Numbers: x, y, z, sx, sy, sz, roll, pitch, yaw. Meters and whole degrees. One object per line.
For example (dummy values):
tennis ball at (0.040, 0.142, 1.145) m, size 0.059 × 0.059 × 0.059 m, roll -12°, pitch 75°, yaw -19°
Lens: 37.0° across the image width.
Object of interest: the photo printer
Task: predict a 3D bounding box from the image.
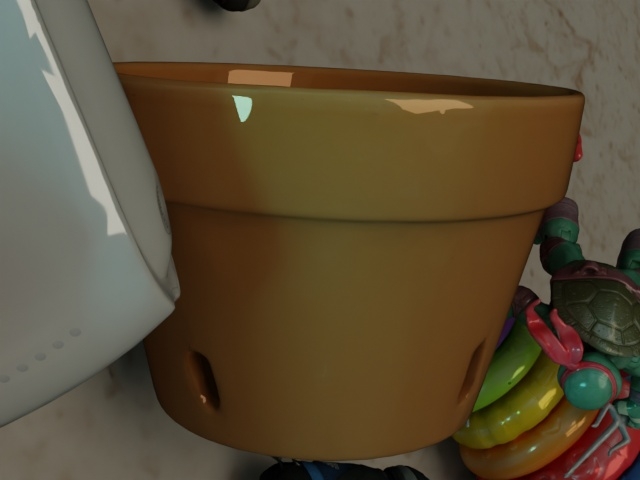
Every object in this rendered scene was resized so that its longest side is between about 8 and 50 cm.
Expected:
photo printer at (-0.216, -0.051, 0.405) m, size 0.256 × 0.107 × 0.307 m, roll -20°, pitch 102°, yaw 0°

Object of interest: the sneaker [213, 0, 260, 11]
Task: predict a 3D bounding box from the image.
sneaker at (-0.121, -0.245, 0.633) m, size 0.118 × 0.083 × 0.222 m, roll -30°, pitch 113°, yaw -22°

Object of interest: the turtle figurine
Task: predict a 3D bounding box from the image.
turtle figurine at (0.189, 0.065, 0.687) m, size 0.175 × 0.118 × 0.234 m, roll 35°, pitch 42°, yaw -5°

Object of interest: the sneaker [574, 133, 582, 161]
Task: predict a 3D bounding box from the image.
sneaker at (0.164, -0.063, 0.797) m, size 0.107 × 0.118 × 0.279 m, roll 59°, pitch 26°, yaw -5°

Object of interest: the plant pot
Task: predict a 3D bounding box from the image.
plant pot at (0.000, 0.000, 0.585) m, size 0.291 × 0.291 × 0.203 m, roll -8°, pitch 108°, yaw -44°

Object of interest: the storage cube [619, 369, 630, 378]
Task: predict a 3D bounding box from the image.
storage cube at (0.413, 0.182, 0.991) m, size 0.215 × 0.183 × 0.193 m, roll 17°, pitch 73°, yaw -41°

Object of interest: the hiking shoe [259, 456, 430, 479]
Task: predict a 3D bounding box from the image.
hiking shoe at (-0.012, 0.296, 0.652) m, size 0.132 × 0.113 × 0.304 m, roll 14°, pitch 80°, yaw -10°

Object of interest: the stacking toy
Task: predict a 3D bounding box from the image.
stacking toy at (0.136, 0.099, 0.781) m, size 0.302 × 0.166 × 0.175 m, roll 48°, pitch 36°, yaw -14°
